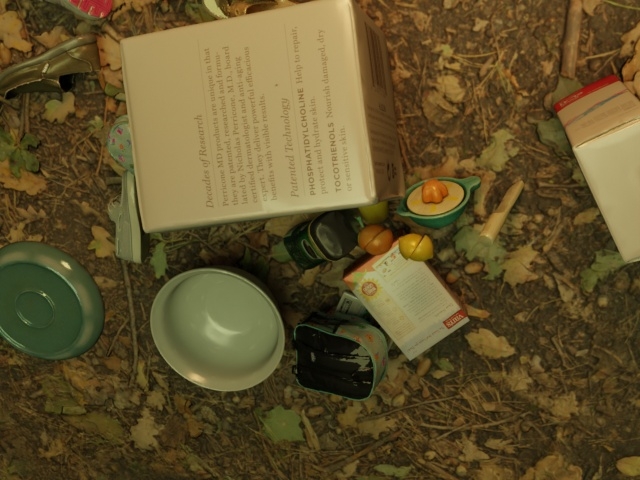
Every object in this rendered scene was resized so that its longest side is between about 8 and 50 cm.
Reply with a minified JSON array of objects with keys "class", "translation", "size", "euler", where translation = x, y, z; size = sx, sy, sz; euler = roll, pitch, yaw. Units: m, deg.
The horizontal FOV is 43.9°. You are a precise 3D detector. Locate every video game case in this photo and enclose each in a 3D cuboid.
[{"class":"video game case","translation":[0.089,0.201,1.736],"size":[0.143,0.019,0.157],"euler":[24,115,1]}]

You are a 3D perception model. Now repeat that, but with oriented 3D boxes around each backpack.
[{"class":"backpack","translation":[0.051,0.240,1.662],"size":[0.188,0.144,0.165],"euler":[14,115,31]},{"class":"backpack","translation":[-0.338,-0.186,1.611],"size":[0.182,0.115,0.152],"euler":[42,117,-4]}]

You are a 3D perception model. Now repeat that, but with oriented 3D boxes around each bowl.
[{"class":"bowl","translation":[-0.206,0.167,1.722],"size":[0.298,0.134,0.297],"euler":[5,114,10]}]

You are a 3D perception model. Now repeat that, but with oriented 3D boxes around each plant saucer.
[{"class":"plant saucer","translation":[-0.664,0.154,1.869],"size":[0.318,0.043,0.317],"euler":[4,113,10]}]

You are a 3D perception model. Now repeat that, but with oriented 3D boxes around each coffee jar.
[{"class":"coffee jar","translation":[0.000,0.000,1.582],"size":[0.096,0.079,0.184],"euler":[55,156,-7]}]

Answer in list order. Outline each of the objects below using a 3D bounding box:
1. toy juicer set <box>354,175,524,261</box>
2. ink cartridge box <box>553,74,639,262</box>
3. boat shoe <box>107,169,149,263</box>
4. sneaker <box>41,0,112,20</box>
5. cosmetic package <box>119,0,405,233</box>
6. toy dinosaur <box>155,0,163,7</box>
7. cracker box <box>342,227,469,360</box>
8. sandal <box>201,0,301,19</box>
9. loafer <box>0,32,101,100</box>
[{"class":"toy juicer set","translation":[0.216,-0.053,1.491],"size":[0.329,0.209,0.089],"euler":[-6,126,15]},{"class":"ink cartridge box","translation":[0.508,-0.131,1.341],"size":[0.131,0.306,0.226],"euler":[-25,105,21]},{"class":"boat shoe","translation":[-0.418,-0.055,1.703],"size":[0.081,0.079,0.227],"euler":[6,117,5]},{"class":"sneaker","translation":[-0.519,-0.509,1.527],"size":[0.252,0.103,0.111],"euler":[35,154,-18]},{"class":"cosmetic package","translation":[-0.083,-0.202,1.388],"size":[0.394,0.329,0.327],"euler":[-7,93,16]},{"class":"toy dinosaur","translation":[-0.205,-0.498,1.454],"size":[0.268,0.064,0.118],"euler":[3,103,26]},{"class":"cracker box","translation":[0.177,0.112,1.642],"size":[0.156,0.067,0.232],"euler":[-36,100,14]},{"class":"sandal","translation":[-0.118,-0.427,1.477],"size":[0.240,0.079,0.088],"euler":[17,115,5]},{"class":"loafer","translation":[-0.550,-0.333,1.604],"size":[0.251,0.094,0.087],"euler":[-20,103,19]}]
